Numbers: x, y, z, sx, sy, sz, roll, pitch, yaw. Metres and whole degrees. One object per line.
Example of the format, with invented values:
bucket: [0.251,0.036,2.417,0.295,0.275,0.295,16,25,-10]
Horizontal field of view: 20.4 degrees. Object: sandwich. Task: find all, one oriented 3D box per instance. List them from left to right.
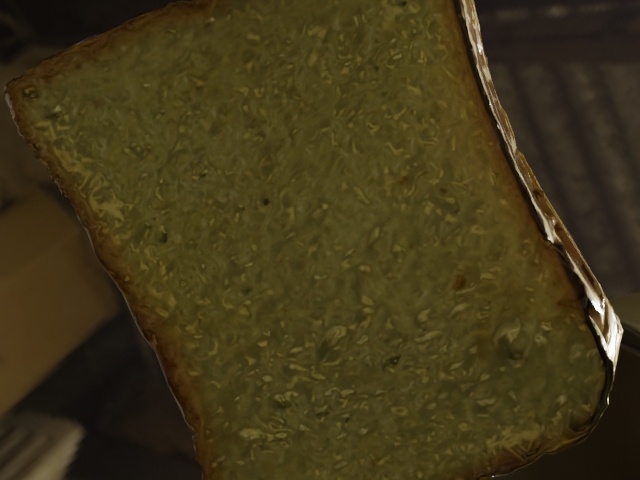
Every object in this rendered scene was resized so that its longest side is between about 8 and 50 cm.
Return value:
sandwich: [0.000,0.000,0.672,0.215,0.186,0.065,63,9,-4]

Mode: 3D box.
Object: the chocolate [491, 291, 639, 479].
chocolate: [0.332,0.188,1.597,0.326,0.297,0.314,25,-55,56]
